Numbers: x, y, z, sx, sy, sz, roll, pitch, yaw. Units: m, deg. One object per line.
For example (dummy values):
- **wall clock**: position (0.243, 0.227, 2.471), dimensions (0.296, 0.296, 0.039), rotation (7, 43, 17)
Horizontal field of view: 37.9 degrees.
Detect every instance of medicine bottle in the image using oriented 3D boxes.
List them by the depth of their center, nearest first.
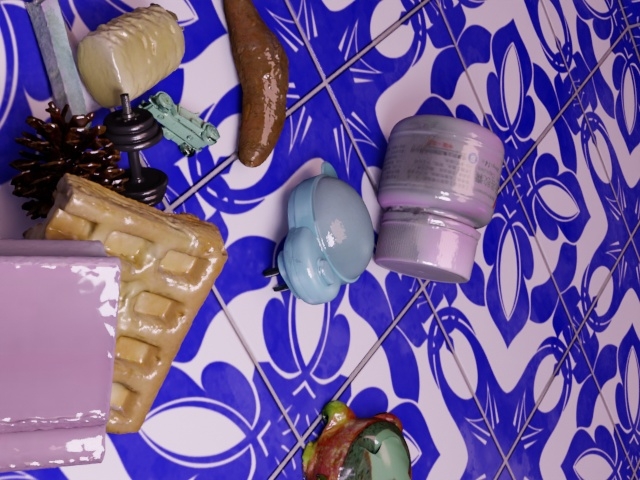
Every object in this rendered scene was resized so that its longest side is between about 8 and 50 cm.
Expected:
- **medicine bottle**: position (0.234, -0.081, 1.900), dimensions (0.241, 0.241, 0.302), rotation (21, 78, -44)

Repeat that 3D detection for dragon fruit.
- **dragon fruit**: position (0.082, 0.440, 1.736), dimensions (0.268, 0.130, 0.295), rotation (-30, 106, -41)

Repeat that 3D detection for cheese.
- **cheese**: position (-0.291, -0.289, 1.445), dimensions (0.167, 0.093, 0.123), rotation (-47, 143, -48)

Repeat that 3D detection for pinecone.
- **pinecone**: position (-0.359, -0.113, 1.311), dimensions (0.163, 0.163, 0.165), rotation (-5, 80, -48)

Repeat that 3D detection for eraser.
- **eraser**: position (-0.429, 0.135, 1.084), dimensions (0.359, 0.122, 0.272), rotation (2, 105, -28)

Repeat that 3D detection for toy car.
- **toy car**: position (-0.235, -0.193, 1.527), dimensions (0.143, 0.073, 0.054), rotation (33, 45, -39)

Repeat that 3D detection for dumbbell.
- **dumbbell**: position (-0.284, -0.124, 1.417), dimensions (0.099, 0.099, 0.209), rotation (-38, 136, -44)

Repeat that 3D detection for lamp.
- **lamp**: position (0.010, -0.002, 1.708), dimensions (0.284, 0.147, 0.209), rotation (-53, 124, -38)

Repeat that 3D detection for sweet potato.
- **sweet potato**: position (-0.108, -0.298, 1.669), dimensions (0.114, 0.092, 0.342), rotation (-3, 85, -32)

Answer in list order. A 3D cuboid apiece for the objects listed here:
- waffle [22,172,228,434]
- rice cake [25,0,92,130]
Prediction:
- **waffle**: position (-0.304, 0.102, 1.288), dimensions (0.304, 0.077, 0.348), rotation (24, 96, -44)
- **rice cake**: position (-0.390, -0.260, 1.392), dimensions (0.043, 0.034, 0.211), rotation (-22, 100, -56)
